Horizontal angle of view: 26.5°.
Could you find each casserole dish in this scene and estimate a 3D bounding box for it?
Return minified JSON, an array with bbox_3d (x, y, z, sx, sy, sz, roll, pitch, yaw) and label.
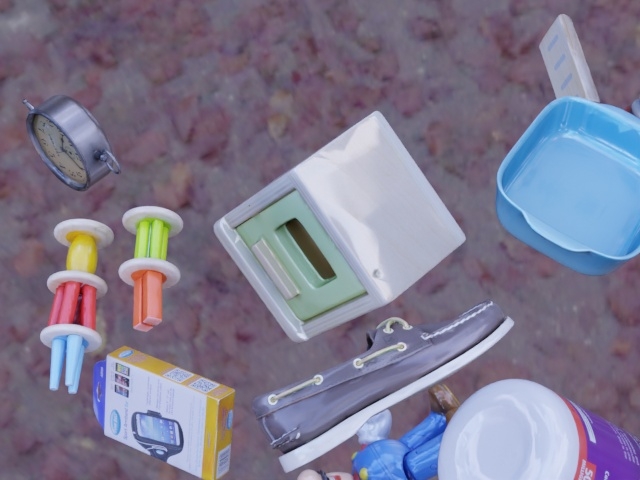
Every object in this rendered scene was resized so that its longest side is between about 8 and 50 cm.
[{"bbox_3d":[0.189,-0.037,0.971,0.114,0.037,0.188,30,41,10],"label":"casserole dish"}]

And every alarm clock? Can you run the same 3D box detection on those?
[{"bbox_3d":[-0.323,-0.128,1.829,0.064,0.129,0.192,-37,41,-25],"label":"alarm clock"}]

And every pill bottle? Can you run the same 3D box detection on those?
[{"bbox_3d":[0.298,0.292,1.607,0.181,0.323,0.182,-24,52,36],"label":"pill bottle"}]

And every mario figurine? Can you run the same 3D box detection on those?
[{"bbox_3d":[0.059,0.312,1.838,0.320,0.198,0.170,-37,75,-2],"label":"mario figurine"}]

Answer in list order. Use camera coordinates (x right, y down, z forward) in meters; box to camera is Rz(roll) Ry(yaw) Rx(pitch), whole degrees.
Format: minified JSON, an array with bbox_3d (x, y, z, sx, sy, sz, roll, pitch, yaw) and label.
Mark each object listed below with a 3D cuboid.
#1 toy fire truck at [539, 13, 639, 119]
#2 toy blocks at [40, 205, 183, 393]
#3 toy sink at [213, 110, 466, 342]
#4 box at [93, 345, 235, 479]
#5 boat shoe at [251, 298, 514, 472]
[{"bbox_3d":[0.301,-0.123,1.182,0.246,0.217,0.158,37,32,6],"label":"toy fire truck"},{"bbox_3d":[-0.177,0.053,1.148,0.123,0.054,0.148,-9,61,20],"label":"toy blocks"},{"bbox_3d":[0.000,0.000,1.337,0.131,0.234,0.153,-37,95,-32],"label":"toy sink"},{"bbox_3d":[-0.136,0.144,1.156,0.136,0.081,0.028,19,26,29],"label":"box"},{"bbox_3d":[0.075,0.149,1.590,0.324,0.116,0.097,-31,83,-10],"label":"boat shoe"}]
